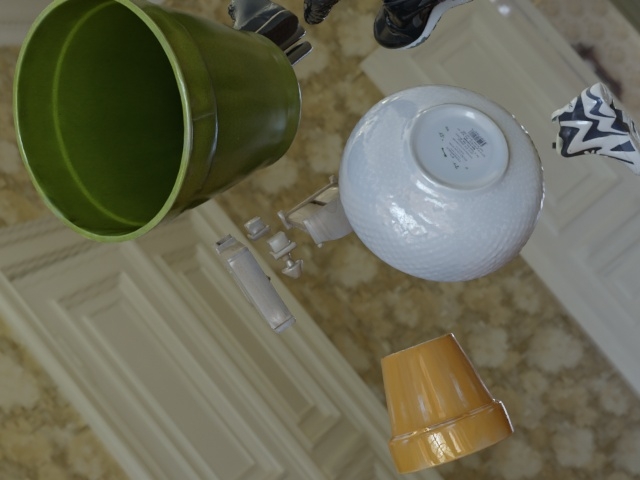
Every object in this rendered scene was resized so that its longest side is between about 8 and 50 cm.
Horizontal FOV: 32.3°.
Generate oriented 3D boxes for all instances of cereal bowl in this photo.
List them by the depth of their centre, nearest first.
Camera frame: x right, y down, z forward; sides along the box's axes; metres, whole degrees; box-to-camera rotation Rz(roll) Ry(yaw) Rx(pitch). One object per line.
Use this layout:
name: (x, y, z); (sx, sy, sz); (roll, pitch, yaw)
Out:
cereal bowl: (0.201, -0.113, 1.757); (0.339, 0.339, 0.141); (-37, -16, -22)

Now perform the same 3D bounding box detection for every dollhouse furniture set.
dollhouse furniture set: (0.000, 0.000, 2.141); (0.356, 0.173, 0.303); (-34, 14, -9)

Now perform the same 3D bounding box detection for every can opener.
can opener: (-0.080, -0.365, 2.221); (0.093, 0.074, 0.280); (-14, 20, 26)

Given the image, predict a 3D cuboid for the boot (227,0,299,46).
boot: (-0.158, -0.392, 2.073); (0.198, 0.137, 0.077); (-33, -32, -21)

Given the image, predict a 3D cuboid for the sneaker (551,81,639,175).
sneaker: (0.555, -0.200, 2.241); (0.153, 0.235, 0.094); (-24, 41, 32)

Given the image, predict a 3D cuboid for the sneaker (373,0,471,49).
sneaker: (0.128, -0.373, 1.656); (0.124, 0.107, 0.283); (-4, -13, -27)

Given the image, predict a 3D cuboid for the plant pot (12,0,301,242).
plant pot: (-0.222, -0.208, 1.737); (0.353, 0.366, 0.366); (-17, -22, -52)

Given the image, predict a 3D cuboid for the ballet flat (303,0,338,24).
ballet flat: (0.007, -0.253, 1.149); (0.049, 0.057, 0.173); (4, 8, -1)

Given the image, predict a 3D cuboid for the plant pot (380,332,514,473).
plant pot: (0.190, 0.261, 1.826); (0.205, 0.188, 0.205); (-20, -6, -2)
